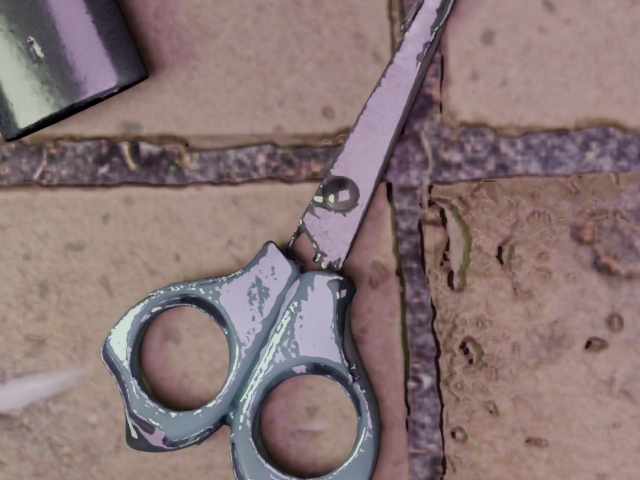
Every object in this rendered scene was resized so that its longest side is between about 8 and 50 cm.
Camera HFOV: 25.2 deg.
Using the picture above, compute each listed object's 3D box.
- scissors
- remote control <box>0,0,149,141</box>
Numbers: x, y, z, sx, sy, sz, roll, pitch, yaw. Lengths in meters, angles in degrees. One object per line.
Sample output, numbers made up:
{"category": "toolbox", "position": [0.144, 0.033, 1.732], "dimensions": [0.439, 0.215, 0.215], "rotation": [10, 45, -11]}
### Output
{"category": "scissors", "position": [0.000, 0.000, 0.860], "dimensions": [0.191, 0.029, 0.360], "rotation": [29, 108, 10]}
{"category": "remote control", "position": [-0.222, -0.251, 0.864], "dimensions": [0.107, 0.044, 0.378], "rotation": [-22, 94, 23]}
